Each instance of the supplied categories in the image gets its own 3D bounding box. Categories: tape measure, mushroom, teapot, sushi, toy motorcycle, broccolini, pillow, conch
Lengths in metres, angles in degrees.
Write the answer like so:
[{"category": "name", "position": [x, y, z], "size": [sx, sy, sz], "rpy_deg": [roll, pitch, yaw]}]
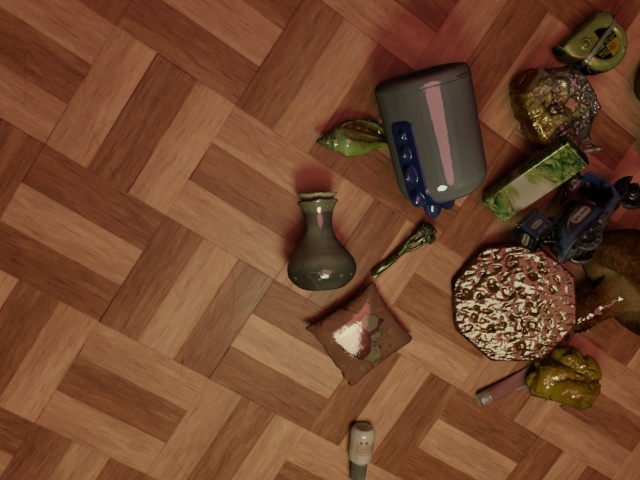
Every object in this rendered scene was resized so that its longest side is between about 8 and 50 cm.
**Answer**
[{"category": "tape measure", "position": [0.732, -0.518, 1.651], "size": [0.177, 0.087, 0.154], "rpy_deg": [-44, 95, 0]}, {"category": "mushroom", "position": [0.828, 0.132, 1.720], "size": [0.356, 0.334, 0.331], "rpy_deg": [-15, 99, -12]}, {"category": "teapot", "position": [0.000, 0.000, 1.605], "size": [0.183, 0.183, 0.251], "rpy_deg": [-3, 93, -10]}, {"category": "sushi", "position": [0.626, -0.339, 1.649], "size": [0.184, 0.139, 0.274], "rpy_deg": [-34, 110, 2]}, {"category": "toy motorcycle", "position": [0.704, -0.084, 1.678], "size": [0.358, 0.212, 0.125], "rpy_deg": [-39, 152, -17]}, {"category": "broccolini", "position": [0.232, 0.033, 1.720], "size": [0.216, 0.058, 0.067], "rpy_deg": [-44, 66, 9]}, {"category": "pillow", "position": [0.111, 0.260, 1.725], "size": [0.236, 0.084, 0.223], "rpy_deg": [-34, 106, -5]}, {"category": "conch", "position": [0.088, -0.264, 1.602], "size": [0.200, 0.079, 0.095], "rpy_deg": [-17, 93, -24]}]

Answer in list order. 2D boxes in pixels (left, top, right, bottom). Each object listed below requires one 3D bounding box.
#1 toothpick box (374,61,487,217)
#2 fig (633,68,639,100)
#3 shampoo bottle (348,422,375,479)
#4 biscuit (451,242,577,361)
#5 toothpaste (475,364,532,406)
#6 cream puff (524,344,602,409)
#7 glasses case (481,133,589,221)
[{"category": "toothpick box", "position": [0.278, -0.240, 1.553], "size": [0.263, 0.263, 0.355], "rpy_deg": [-18, 107, -6]}, {"category": "fig", "position": [0.931, -0.445, 1.709], "size": [0.132, 0.185, 0.127], "rpy_deg": [10, 142, 8]}, {"category": "shampoo bottle", "position": [0.115, 0.632, 1.821], "size": [0.074, 0.074, 0.192], "rpy_deg": [3, 105, -11]}, {"category": "biscuit", "position": [0.540, 0.173, 1.748], "size": [0.359, 0.046, 0.359], "rpy_deg": [2, 98, 11]}, {"category": "toothpaste", "position": [0.562, 0.443, 1.877], "size": [0.194, 0.043, 0.067], "rpy_deg": [-21, 106, -13]}, {"category": "cream puff", "position": [0.727, 0.401, 1.829], "size": [0.221, 0.195, 0.195], "rpy_deg": [17, 100, -21]}, {"category": "glasses case", "position": [0.564, -0.163, 1.649], "size": [0.095, 0.062, 0.272], "rpy_deg": [40, 126, -16]}]
